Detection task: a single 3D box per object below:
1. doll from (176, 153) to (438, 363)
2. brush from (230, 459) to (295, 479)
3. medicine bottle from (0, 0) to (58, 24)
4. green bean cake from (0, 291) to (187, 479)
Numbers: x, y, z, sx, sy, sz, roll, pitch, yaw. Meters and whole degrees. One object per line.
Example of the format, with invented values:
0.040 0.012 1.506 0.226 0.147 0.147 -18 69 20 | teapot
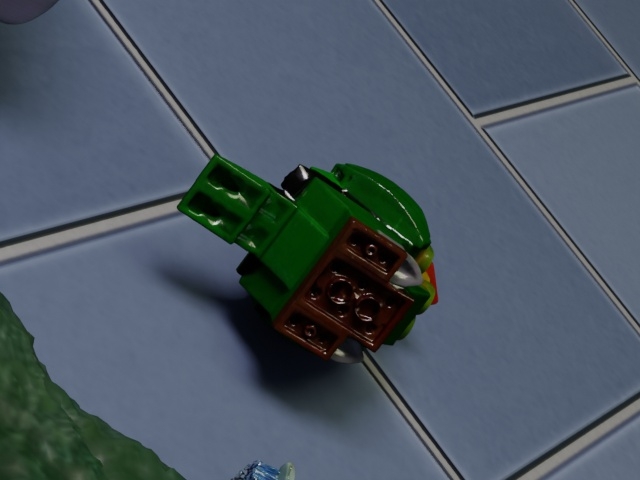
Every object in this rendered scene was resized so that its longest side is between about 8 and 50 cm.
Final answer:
0.007 0.005 1.103 0.134 0.106 0.186 37 12 12 | doll
-0.035 0.173 0.922 0.030 0.033 0.178 29 34 -15 | brush
-0.287 -0.268 0.962 0.379 0.213 0.213 24 37 -33 | medicine bottle
-0.137 0.149 0.698 0.308 0.169 0.300 14 45 -43 | green bean cake
